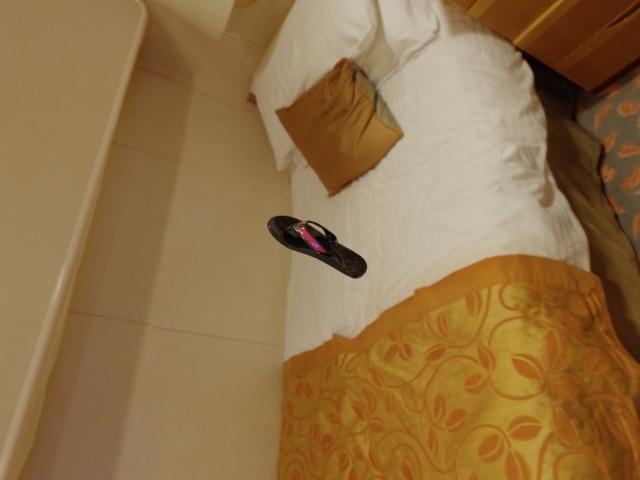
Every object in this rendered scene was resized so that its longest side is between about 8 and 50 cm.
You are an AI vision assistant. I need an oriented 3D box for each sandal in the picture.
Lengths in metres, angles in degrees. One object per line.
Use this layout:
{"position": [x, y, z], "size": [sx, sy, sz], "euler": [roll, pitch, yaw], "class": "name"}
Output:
{"position": [0.000, 0.000, 0.722], "size": [0.040, 0.179, 0.067], "euler": [-63, 0, 44], "class": "sandal"}
